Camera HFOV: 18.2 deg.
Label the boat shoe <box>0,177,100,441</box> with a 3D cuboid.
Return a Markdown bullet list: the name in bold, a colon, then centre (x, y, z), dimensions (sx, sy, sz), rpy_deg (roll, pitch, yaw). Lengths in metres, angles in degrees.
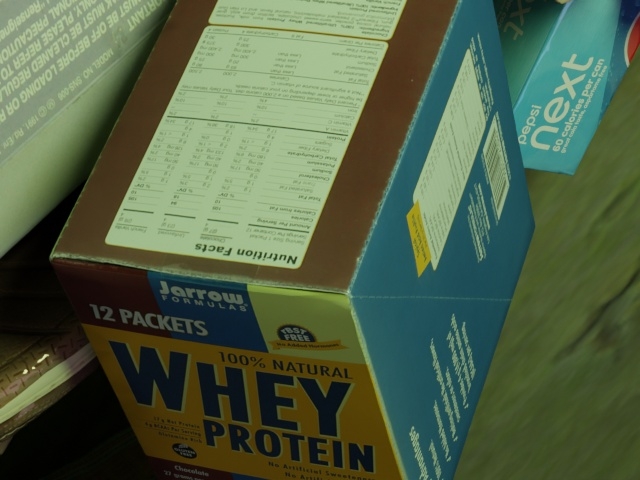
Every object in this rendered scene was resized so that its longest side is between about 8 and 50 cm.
- **boat shoe**: centre (-0.101, 0.020, 0.981), dimensions (0.257, 0.095, 0.095), rpy_deg (-50, 144, -35)

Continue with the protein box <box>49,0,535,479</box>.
- **protein box**: centre (0.000, 0.000, 0.923), dimensions (0.200, 0.136, 0.201), rpy_deg (72, 32, -48)

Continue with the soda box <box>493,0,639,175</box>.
- **soda box**: centre (0.150, -0.146, 1.164), dimensions (0.071, 0.067, 0.210), rpy_deg (8, 118, -36)

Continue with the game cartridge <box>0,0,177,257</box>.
- **game cartridge**: centre (-0.163, -0.116, 0.881), dimensions (0.355, 0.068, 0.230), rpy_deg (-46, 132, -31)

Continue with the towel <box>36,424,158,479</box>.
- **towel**: centre (-0.149, 0.160, 1.087), dimensions (0.370, 0.271, 0.040), rpy_deg (-31, 98, -12)

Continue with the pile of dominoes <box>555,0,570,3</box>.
- **pile of dominoes**: centre (0.212, -0.248, 1.060), dimensions (0.196, 0.040, 0.251), rpy_deg (-6, 120, -30)

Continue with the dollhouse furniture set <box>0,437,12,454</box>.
- **dollhouse furniture set**: centre (-0.207, -0.013, 1.033), dimensions (0.301, 0.151, 0.197), rpy_deg (-63, 144, -20)
